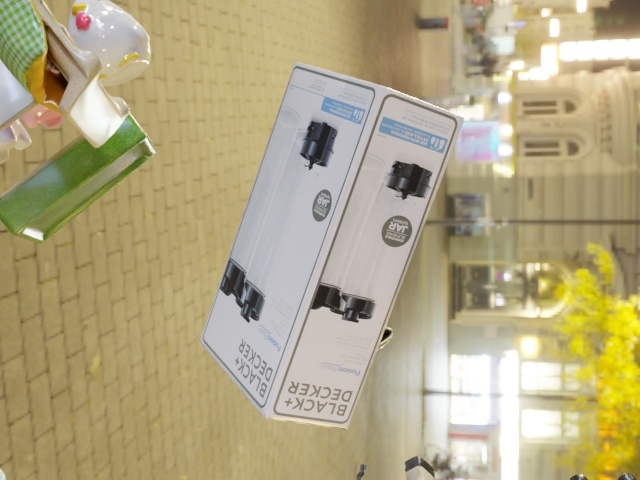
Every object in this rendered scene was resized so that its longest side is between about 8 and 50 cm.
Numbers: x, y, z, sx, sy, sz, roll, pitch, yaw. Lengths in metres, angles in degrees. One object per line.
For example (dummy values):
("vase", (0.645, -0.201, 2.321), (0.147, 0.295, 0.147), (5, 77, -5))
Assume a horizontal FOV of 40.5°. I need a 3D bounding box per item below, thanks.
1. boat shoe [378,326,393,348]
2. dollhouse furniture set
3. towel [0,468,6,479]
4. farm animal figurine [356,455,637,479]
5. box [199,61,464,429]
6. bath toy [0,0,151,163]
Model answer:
("boat shoe", (0.028, 0.168, 1.346), (0.072, 0.190, 0.068), (-22, -90, 64))
("dollhouse furniture set", (-0.272, -0.131, 0.729), (0.197, 0.151, 0.301), (52, -7, 2))
("towel", (-0.352, 0.462, 0.890), (0.374, 0.090, 0.320), (-118, -144, -48))
("farm animal figurine", (0.158, 0.345, 0.847), (0.330, 0.327, 0.172), (-55, -168, 28))
("box", (0.000, 0.000, 0.776), (0.169, 0.087, 0.289), (35, -72, 57))
("bath toy", (-0.384, -0.201, 1.095), (0.129, 0.348, 0.151), (61, 7, 2))
